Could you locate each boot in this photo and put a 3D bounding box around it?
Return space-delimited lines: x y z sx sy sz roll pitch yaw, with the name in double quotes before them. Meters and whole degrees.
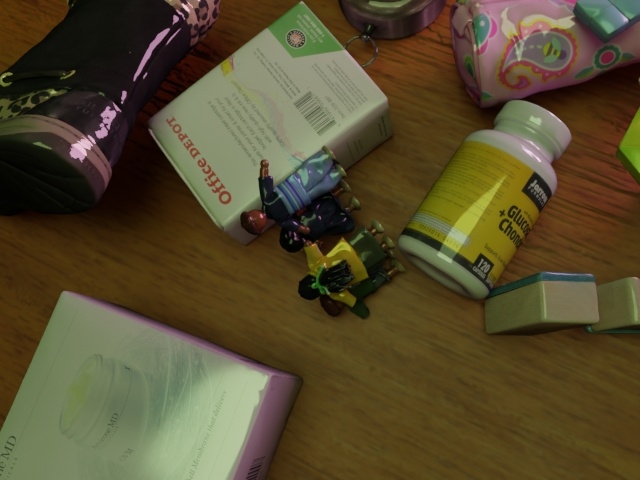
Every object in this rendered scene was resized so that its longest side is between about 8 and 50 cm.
"boot" -0.299 -0.174 0.747 0.378 0.138 0.284 5 56 41

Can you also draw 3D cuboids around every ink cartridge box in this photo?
"ink cartridge box" -0.053 -0.121 0.722 0.212 0.093 0.154 -37 73 -1

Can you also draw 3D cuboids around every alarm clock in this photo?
"alarm clock" 0.073 -0.280 0.754 0.130 0.064 0.191 20 85 14

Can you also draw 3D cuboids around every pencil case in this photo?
"pencil case" 0.276 -0.221 0.671 0.284 0.124 0.124 -14 75 7

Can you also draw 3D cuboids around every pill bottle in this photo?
"pill bottle" 0.164 -0.042 0.659 0.103 0.103 0.184 33 85 15

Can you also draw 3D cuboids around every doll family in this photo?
"doll family" 0.000 0.000 0.664 0.111 0.076 0.193 -35 96 -5

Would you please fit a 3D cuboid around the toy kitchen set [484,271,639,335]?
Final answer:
"toy kitchen set" 0.274 0.006 0.643 0.207 0.122 0.165 3 76 -10

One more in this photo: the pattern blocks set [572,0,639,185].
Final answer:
"pattern blocks set" 0.380 -0.127 0.554 0.286 0.026 0.324 -25 71 3

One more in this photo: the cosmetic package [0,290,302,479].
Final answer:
"cosmetic package" -0.171 0.195 0.649 0.225 0.138 0.223 18 81 15
